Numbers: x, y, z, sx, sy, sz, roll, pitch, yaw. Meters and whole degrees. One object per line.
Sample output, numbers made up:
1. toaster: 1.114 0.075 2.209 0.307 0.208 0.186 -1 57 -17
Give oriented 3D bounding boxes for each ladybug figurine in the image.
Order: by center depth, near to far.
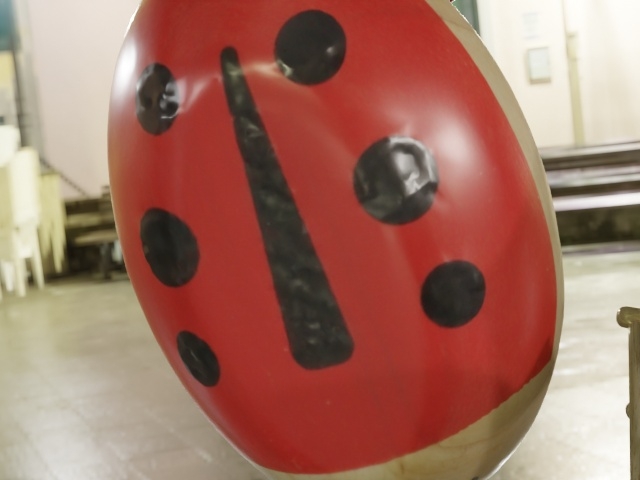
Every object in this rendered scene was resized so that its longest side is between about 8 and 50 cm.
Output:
1. ladybug figurine: 0.000 0.000 0.816 0.305 0.450 0.162 -18 13 16

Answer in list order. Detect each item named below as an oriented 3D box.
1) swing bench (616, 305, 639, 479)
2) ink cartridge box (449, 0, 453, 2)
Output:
1. swing bench: 0.365 0.193 0.950 0.254 0.165 0.253 -3 48 16
2. ink cartridge box: 0.101 -0.332 1.106 0.100 0.237 0.172 21 -19 -17
